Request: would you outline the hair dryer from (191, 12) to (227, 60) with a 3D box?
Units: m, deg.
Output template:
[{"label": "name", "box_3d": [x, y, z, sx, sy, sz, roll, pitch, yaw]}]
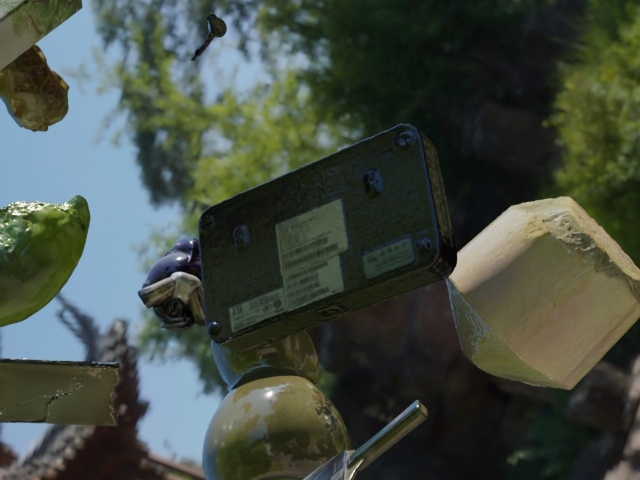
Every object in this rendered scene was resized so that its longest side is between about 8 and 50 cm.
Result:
[{"label": "hair dryer", "box_3d": [-0.185, -0.327, 2.252, 0.083, 0.031, 0.079, -56, -12, -2]}]

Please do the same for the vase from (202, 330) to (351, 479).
[{"label": "vase", "box_3d": [-0.059, 0.330, 2.307, 0.329, 0.241, 0.302, 57, -163, -44]}]

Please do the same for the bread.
[{"label": "bread", "box_3d": [-0.511, -0.295, 2.359, 0.232, 0.088, 0.128, 57, -139, -19]}]

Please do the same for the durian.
[{"label": "durian", "box_3d": [-0.387, 0.035, 1.658, 0.101, 0.250, 0.139, -129, 24, -77]}]

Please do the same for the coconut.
[{"label": "coconut", "box_3d": [0.286, 0.077, 1.833, 0.244, 0.239, 0.239, -44, -2, 15]}]

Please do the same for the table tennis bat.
[{"label": "table tennis bat", "box_3d": [0.019, 0.310, 1.792, 0.301, 0.022, 0.173, -40, 6, 10]}]

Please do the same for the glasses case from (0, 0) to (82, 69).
[{"label": "glasses case", "box_3d": [-0.448, -0.300, 1.939, 0.272, 0.062, 0.095, -45, -21, -32]}]

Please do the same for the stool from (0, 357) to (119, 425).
[{"label": "stool", "box_3d": [-0.396, 0.296, 1.785, 0.170, 0.269, 0.244, 105, 164, -54]}]

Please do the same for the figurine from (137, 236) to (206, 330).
[{"label": "figurine", "box_3d": [-0.246, 0.074, 2.458, 0.222, 0.145, 0.145, -103, 31, -77]}]

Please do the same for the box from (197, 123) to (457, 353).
[{"label": "box", "box_3d": [0.000, 0.000, 1.792, 0.058, 0.350, 0.211, 33, -139, -52]}]
